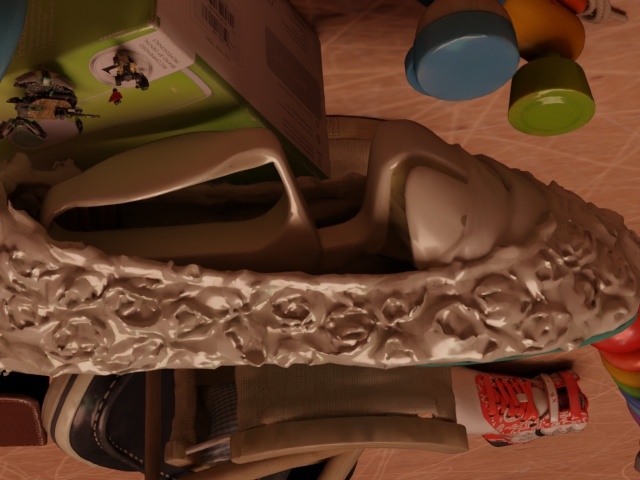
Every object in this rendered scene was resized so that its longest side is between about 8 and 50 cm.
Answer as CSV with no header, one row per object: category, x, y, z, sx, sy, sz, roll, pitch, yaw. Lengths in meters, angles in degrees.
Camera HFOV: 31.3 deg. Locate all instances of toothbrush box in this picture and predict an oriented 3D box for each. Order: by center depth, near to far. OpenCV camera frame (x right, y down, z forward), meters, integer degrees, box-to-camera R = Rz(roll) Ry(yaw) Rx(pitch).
toothbrush box,-0.164,-0.085,0.711,0.283,0.122,0.206,-14,152,22

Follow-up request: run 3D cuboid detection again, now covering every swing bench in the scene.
swing bench,-0.028,0.067,0.896,0.165,0.253,0.255,9,151,-26

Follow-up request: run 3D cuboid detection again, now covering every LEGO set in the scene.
LEGO set,-0.129,-0.076,0.581,0.083,0.023,0.054,-15,154,-4

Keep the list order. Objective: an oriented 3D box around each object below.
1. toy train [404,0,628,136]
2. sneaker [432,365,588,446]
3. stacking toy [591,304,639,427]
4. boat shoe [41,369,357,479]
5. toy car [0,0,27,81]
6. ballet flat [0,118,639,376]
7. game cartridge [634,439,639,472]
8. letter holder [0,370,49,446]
toy train,0.129,-0.121,0.651,0.105,0.143,0.248,-25,148,37
sneaker,0.237,0.190,1.393,0.145,0.090,0.270,-17,155,24
stacking toy,0.360,0.122,1.227,0.141,0.141,0.330,-17,148,25
boat shoe,-0.096,0.183,1.177,0.156,0.186,0.500,26,174,29
toy car,-0.253,-0.146,0.503,0.219,0.210,0.238,23,157,-27
ballet flat,0.000,0.000,0.642,0.409,0.147,0.147,-5,155,-7
game cartridge,0.420,0.142,1.045,0.230,0.068,0.355,28,138,31
letter holder,-0.394,0.078,0.988,0.302,0.152,0.214,0,152,-9
